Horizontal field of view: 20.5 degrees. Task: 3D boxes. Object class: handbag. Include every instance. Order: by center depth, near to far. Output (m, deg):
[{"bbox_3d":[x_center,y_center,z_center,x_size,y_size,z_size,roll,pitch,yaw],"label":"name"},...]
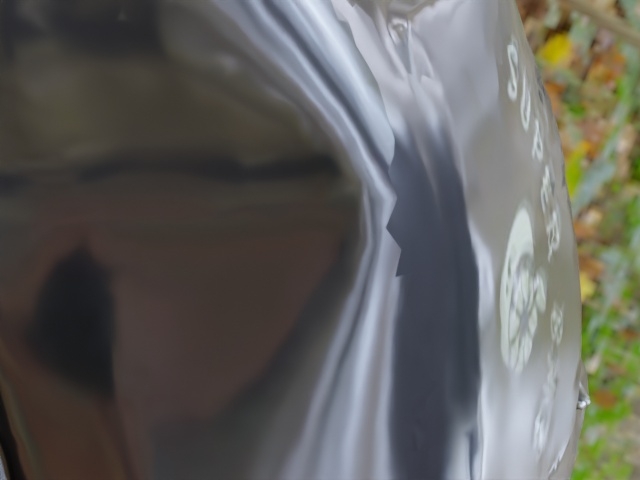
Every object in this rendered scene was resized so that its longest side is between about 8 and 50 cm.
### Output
[{"bbox_3d":[0.000,0.000,0.465,0.288,0.152,0.342,-42,130,-54],"label":"handbag"}]
